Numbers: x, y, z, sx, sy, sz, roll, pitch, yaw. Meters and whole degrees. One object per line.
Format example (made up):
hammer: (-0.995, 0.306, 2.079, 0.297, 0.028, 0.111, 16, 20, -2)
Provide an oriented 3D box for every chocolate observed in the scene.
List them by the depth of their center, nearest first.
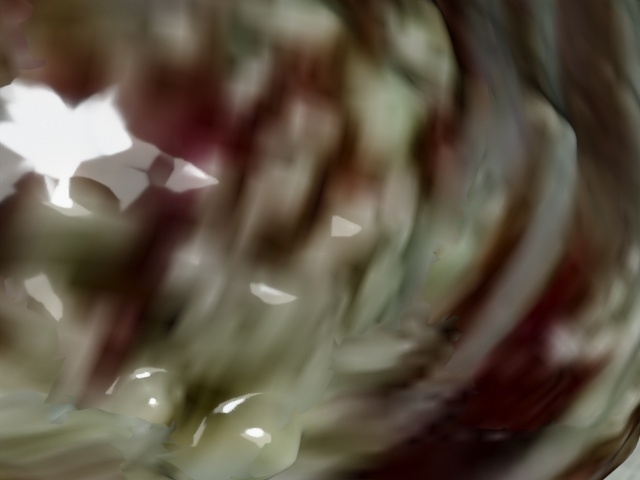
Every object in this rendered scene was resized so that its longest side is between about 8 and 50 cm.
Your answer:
chocolate: (-0.033, -0.017, 0.480, 0.225, 0.210, 0.340, -28, 141, 26)
